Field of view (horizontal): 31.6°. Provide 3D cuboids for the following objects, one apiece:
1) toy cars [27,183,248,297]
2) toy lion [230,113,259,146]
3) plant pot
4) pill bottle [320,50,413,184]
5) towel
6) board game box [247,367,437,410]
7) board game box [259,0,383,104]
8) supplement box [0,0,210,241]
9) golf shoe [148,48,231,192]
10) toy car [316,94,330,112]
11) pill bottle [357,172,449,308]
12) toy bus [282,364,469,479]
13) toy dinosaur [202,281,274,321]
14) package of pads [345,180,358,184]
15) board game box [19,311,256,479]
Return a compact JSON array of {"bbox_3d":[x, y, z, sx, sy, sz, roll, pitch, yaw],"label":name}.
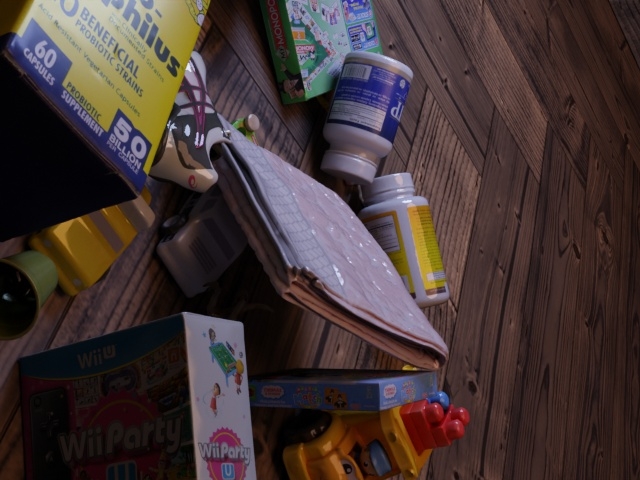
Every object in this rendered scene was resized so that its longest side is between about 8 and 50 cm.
[{"bbox_3d":[-0.177,-0.026,1.320,0.394,0.087,0.176,5,72,-59],"label":"toy cars"},{"bbox_3d":[-0.106,-0.111,1.544,0.096,0.034,0.100,-40,111,-50],"label":"toy lion"},{"bbox_3d":[-0.296,0.045,1.104,0.079,0.083,0.083,-52,123,-70],"label":"plant pot"},{"bbox_3d":[0.066,-0.187,1.745,0.112,0.112,0.186,23,82,-54],"label":"pill bottle"},{"bbox_3d":[0.000,0.000,1.426,0.317,0.053,0.332,31,20,-46],"label":"towel"},{"bbox_3d":[0.018,0.186,1.424,0.160,0.211,0.039,1,87,-60],"label":"board game box"},{"bbox_3d":[0.006,-0.349,1.803,0.317,0.046,0.213,-32,112,-60],"label":"board game box"},{"bbox_3d":[-0.264,-0.208,1.149,0.194,0.195,0.356,50,37,-37],"label":"supplement box"},{"bbox_3d":[-0.164,-0.137,1.321,0.120,0.105,0.273,35,27,-14],"label":"golf shoe"},{"bbox_3d":[0.039,-0.230,1.822,0.040,0.060,0.122,53,16,21],"label":"toy car"},{"bbox_3d":[0.126,0.006,1.794,0.117,0.117,0.215,-4,80,-60],"label":"pill bottle"},{"bbox_3d":[0.083,0.266,1.505,0.220,0.211,0.149,-47,118,-55],"label":"toy bus"},{"bbox_3d":[-0.121,0.094,1.377,0.183,0.053,0.092,-41,154,-45],"label":"toy dinosaur"},{"bbox_3d":[0.055,-0.130,1.822,0.050,0.032,0.083,-2,78,-61],"label":"package of pads"},{"bbox_3d":[-0.170,0.241,1.068,0.097,0.224,0.303,16,62,-54],"label":"board game box"}]
